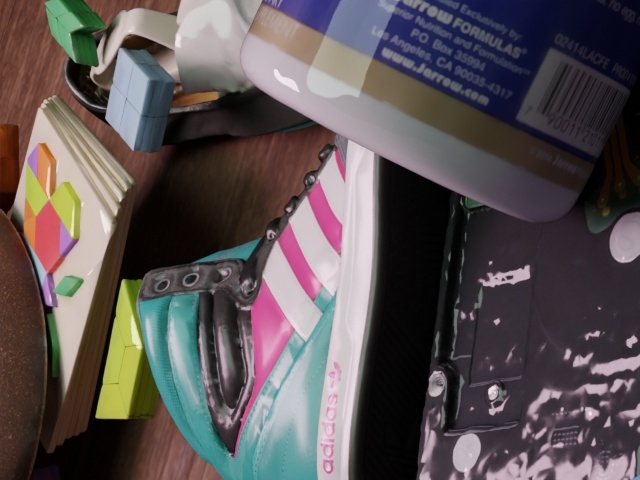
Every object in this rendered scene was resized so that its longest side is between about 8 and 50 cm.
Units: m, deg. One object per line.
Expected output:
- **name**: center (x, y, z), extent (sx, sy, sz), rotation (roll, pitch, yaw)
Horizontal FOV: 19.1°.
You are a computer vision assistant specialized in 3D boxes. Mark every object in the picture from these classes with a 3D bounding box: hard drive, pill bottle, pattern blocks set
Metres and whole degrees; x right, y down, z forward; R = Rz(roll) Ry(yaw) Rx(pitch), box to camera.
- **hard drive**: center (0.154, -0.041, 0.803), extent (0.237, 0.064, 0.339), rotation (-16, 61, 49)
- **pill bottle**: center (0.088, -0.153, 0.764), extent (0.153, 0.153, 0.264), rotation (34, 100, 55)
- **pattern blocks set**: center (-0.162, 0.019, 1.150), extent (0.285, 0.026, 0.325), rotation (33, 117, 55)

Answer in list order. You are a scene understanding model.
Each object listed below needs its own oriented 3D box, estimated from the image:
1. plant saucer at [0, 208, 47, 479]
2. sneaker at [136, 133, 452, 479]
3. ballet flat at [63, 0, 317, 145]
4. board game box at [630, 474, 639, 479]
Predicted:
- **plant saucer**: center (-0.289, 0.105, 1.189), extent (0.310, 0.050, 0.310), rotation (-15, 66, 39)
- **sneaker**: center (0.000, 0.000, 0.950), extent (0.178, 0.124, 0.295), rotation (-1, 73, 44)
- **ballet flat**: center (-0.060, -0.106, 1.100), extent (0.280, 0.096, 0.095), rotation (-13, 60, 50)
- **board game box**: center (0.130, 0.135, 0.656), extent (0.211, 0.160, 0.039), rotation (-41, 44, 35)
